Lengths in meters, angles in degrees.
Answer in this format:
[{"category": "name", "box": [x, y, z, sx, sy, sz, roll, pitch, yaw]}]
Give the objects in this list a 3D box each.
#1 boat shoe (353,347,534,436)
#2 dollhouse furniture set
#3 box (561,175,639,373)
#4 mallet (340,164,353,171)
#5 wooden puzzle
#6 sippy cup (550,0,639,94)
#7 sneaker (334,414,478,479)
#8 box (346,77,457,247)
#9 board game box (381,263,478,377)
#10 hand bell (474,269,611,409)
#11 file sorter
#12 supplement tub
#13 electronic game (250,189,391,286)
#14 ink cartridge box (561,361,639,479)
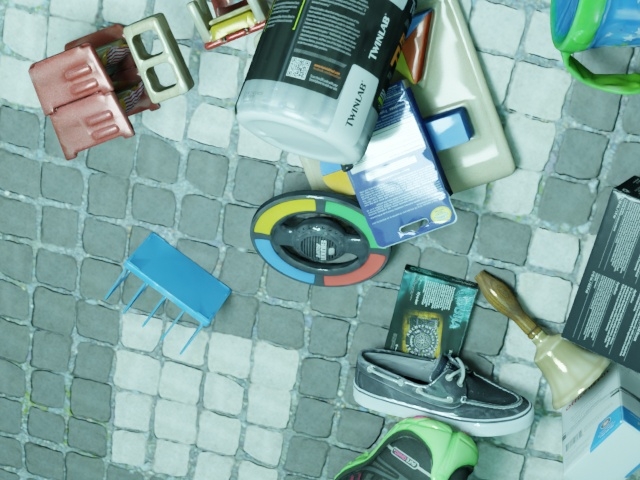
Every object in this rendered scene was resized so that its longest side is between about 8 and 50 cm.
[{"category": "boat shoe", "box": [0.202, 0.237, 1.887, 0.301, 0.108, 0.102, 11, 119, 16]}, {"category": "dollhouse furniture set", "box": [-0.232, -0.272, 1.755, 0.374, 0.201, 0.152, -18, 107, 13]}, {"category": "box", "box": [0.500, 0.061, 1.741, 0.184, 0.103, 0.261, 27, 119, 27]}, {"category": "mallet", "box": [0.013, -0.194, 1.701, 0.062, 0.039, 0.190, -33, 76, 16]}, {"category": "wooden puzzle", "box": [0.094, -0.202, 1.764, 0.322, 0.080, 0.348, -17, 108, 19]}, {"category": "sippy cup", "box": [0.444, -0.358, 1.550, 0.224, 0.305, 0.240, 7, 70, -1]}, {"category": "sneaker", "box": [0.101, 0.468, 1.936, 0.185, 0.202, 0.483, 26, 141, 2]}, {"category": "box", "box": [0.107, -0.113, 1.726, 0.136, 0.036, 0.225, -20, 96, 20]}, {"category": "board game box", "box": [0.180, 0.140, 1.918, 0.126, 0.026, 0.186, 15, 115, 5]}, {"category": "hand bell", "box": [0.339, 0.140, 1.854, 0.242, 0.126, 0.126, 47, 115, 5]}, {"category": "file sorter", "box": [-0.262, 0.093, 1.955, 0.170, 0.118, 0.104, 37, 118, -4]}, {"category": "supplement tub", "box": [0.018, -0.281, 1.598, 0.193, 0.193, 0.316, 18, 82, 5]}, {"category": "electronic game", "box": [0.000, 0.000, 1.847, 0.229, 0.048, 0.229, 7, 140, 6]}, {"category": "ink cartridge box", "box": [0.455, 0.297, 1.829, 0.082, 0.191, 0.139, 36, 116, -5]}]
